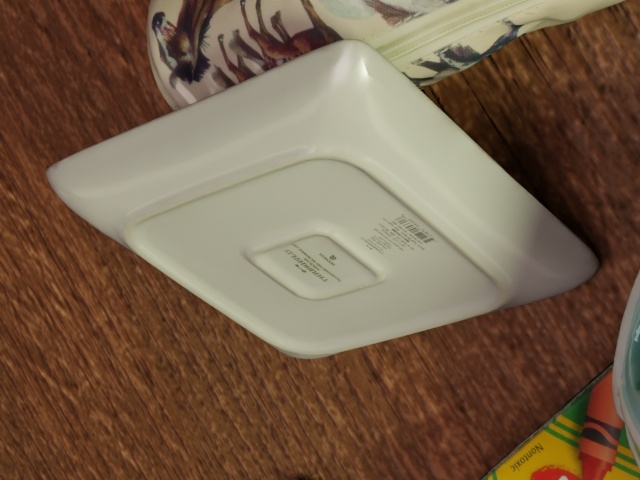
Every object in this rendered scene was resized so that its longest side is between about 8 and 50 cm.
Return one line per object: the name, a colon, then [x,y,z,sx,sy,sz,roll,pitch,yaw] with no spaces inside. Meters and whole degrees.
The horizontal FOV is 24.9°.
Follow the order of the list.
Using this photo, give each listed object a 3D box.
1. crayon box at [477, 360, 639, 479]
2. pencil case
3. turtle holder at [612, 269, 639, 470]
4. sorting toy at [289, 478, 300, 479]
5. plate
crayon box: [0.251,0.244,0.957,0.318,0.081,0.202,48,125,11]
pencil case: [0.076,-0.169,0.879,0.410,0.183,0.160,-22,119,36]
turtle holder: [0.284,0.046,0.776,0.227,0.243,0.320,20,125,46]
sorting toy: [0.041,0.309,1.146,0.193,0.038,0.208,17,114,29]
plate: [0.000,0.000,0.962,0.278,0.045,0.277,-18,138,36]
